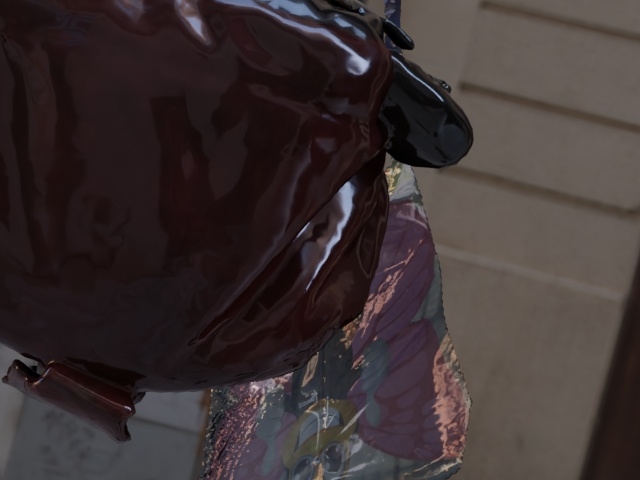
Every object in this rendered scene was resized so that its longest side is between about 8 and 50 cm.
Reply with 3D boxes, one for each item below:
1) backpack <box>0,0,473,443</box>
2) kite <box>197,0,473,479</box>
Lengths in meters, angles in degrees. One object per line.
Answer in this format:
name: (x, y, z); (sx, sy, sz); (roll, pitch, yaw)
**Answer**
backpack: (-0.075, -0.027, 0.430); (0.229, 0.138, 0.229); (21, -4, 2)
kite: (-0.003, -0.001, 0.738); (0.022, 0.360, 0.204); (26, -40, -34)
